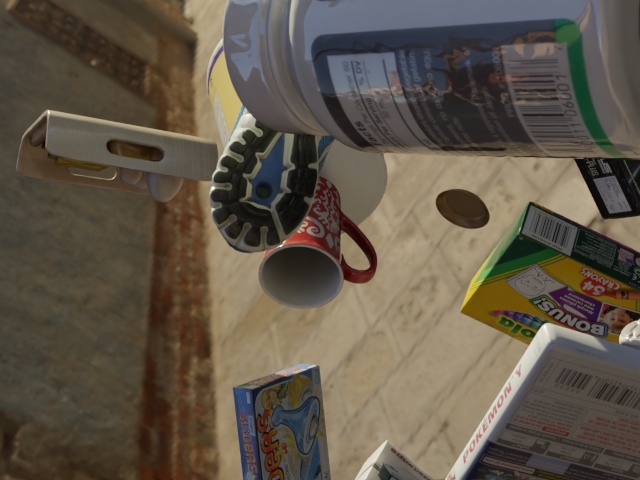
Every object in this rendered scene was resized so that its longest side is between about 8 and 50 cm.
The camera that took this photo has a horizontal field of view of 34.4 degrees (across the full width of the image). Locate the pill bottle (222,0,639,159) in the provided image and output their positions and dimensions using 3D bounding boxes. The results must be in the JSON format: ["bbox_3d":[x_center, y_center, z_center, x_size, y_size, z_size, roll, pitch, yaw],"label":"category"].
[{"bbox_3d":[0.107,-0.169,0.825,0.361,0.204,0.204,7,63,39],"label":"pill bottle"}]

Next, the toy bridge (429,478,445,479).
[{"bbox_3d":[0.178,0.275,1.110,0.188,0.063,0.026,-10,82,40],"label":"toy bridge"}]

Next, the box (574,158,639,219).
[{"bbox_3d":[0.412,-0.142,1.383,0.147,0.180,0.077,-35,13,-27],"label":"box"}]

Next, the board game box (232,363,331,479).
[{"bbox_3d":[-0.046,0.273,1.338,0.035,0.136,0.201,-2,97,40],"label":"board game box"}]

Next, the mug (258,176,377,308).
[{"bbox_3d":[-0.008,0.004,1.419,0.113,0.150,0.169,-41,27,31],"label":"mug"}]

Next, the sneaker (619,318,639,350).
[{"bbox_3d":[0.618,0.195,1.647,0.281,0.115,0.105,9,26,25],"label":"sneaker"}]

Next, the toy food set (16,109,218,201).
[{"bbox_3d":[-0.288,-0.099,1.418,0.306,0.219,0.092,174,103,-66],"label":"toy food set"}]

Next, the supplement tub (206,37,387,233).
[{"bbox_3d":[-0.038,-0.182,1.612,0.241,0.241,0.331,-48,38,24],"label":"supplement tub"}]

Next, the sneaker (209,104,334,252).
[{"bbox_3d":[-0.036,-0.135,1.094,0.330,0.129,0.147,-65,7,-15],"label":"sneaker"}]

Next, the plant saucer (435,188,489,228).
[{"bbox_3d":[0.209,-0.050,1.505,0.083,0.083,0.015,-26,29,53],"label":"plant saucer"}]

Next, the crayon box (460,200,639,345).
[{"bbox_3d":[0.518,0.116,2.135,0.313,0.363,0.106,115,-179,-52],"label":"crayon box"}]

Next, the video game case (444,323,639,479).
[{"bbox_3d":[0.186,0.147,0.635,0.023,0.201,0.183,-93,23,-55],"label":"video game case"}]

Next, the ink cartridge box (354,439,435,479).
[{"bbox_3d":[0.125,0.465,1.844,0.082,0.139,0.190,-54,-4,27],"label":"ink cartridge box"}]
